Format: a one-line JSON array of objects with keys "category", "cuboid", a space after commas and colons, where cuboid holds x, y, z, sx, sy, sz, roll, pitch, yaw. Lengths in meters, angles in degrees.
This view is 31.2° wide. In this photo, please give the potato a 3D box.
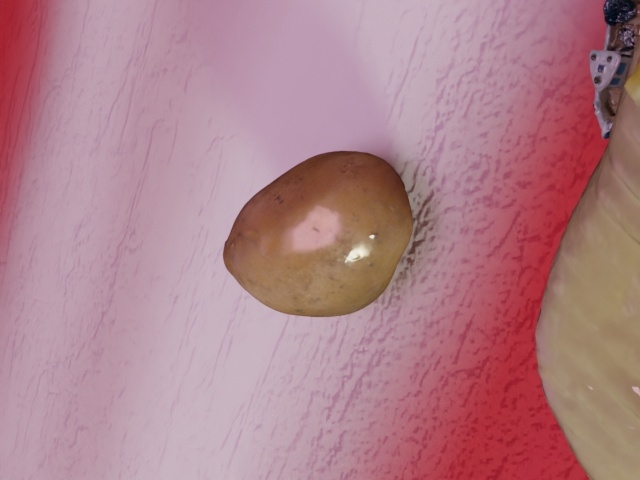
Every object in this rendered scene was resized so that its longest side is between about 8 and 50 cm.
[{"category": "potato", "cuboid": [0.001, -0.001, 0.792, 0.147, 0.112, 0.112, -30, 73, 41]}]

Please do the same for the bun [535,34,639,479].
[{"category": "bun", "cuboid": [0.251, 0.029, 0.422, 0.361, 0.213, 0.361, 32, 135, 38]}]

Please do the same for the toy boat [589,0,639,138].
[{"category": "toy boat", "cuboid": [0.165, -0.097, 0.632, 0.038, 0.038, 0.083, 19, 109, 47]}]
